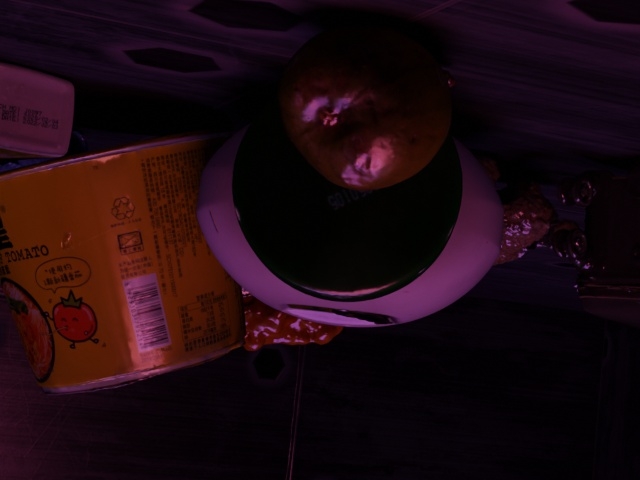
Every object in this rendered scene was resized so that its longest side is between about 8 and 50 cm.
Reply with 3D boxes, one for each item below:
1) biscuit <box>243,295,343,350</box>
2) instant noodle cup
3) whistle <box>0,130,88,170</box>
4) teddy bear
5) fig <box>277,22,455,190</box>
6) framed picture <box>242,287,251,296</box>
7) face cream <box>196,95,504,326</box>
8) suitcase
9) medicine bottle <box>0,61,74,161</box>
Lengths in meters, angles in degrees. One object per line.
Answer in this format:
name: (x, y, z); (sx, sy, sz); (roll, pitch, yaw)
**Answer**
biscuit: (-0.105, 0.050, 2.156); (0.318, 0.110, 0.312); (-1, -145, 4)
instant noodle cup: (-0.230, 0.024, 1.535); (0.326, 0.254, 0.325); (-13, -177, 1)
whistle: (-0.450, -0.121, 1.752); (0.304, 0.062, 0.062); (3, 174, 23)
teddy bear: (0.216, -0.026, 1.632); (0.182, 0.129, 0.251); (43, -167, 19)
fig: (0.057, -0.125, 1.053); (0.133, 0.185, 0.126); (41, 149, 13)
framed picture: (0.000, 0.000, 1.810); (0.293, 0.018, 0.231); (-14, 153, -3)
face cream: (0.030, -0.028, 1.356); (0.313, 0.219, 0.357); (7, 171, 4)
suitcase: (0.499, 0.024, 1.522); (0.434, 0.194, 0.283); (9, 174, -40)
medicine bottle: (-0.363, -0.132, 1.393); (0.132, 0.088, 0.188); (9, 174, -43)
